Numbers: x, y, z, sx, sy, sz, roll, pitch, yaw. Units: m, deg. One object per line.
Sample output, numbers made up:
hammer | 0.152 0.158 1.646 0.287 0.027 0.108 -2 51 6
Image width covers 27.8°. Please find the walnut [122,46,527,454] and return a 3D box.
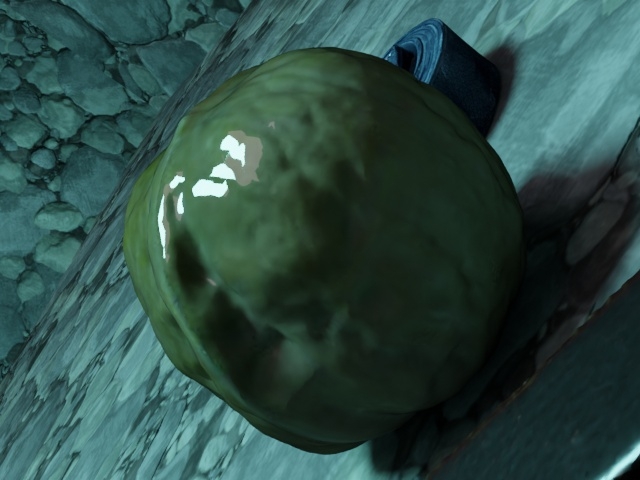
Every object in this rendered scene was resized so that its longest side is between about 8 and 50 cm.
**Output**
walnut | -0.001 0.002 0.789 0.248 0.248 0.248 -51 15 19

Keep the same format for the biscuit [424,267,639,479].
biscuit | 0.180 0.019 0.464 0.388 0.073 0.107 -48 17 24

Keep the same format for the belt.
belt | 0.075 -0.108 1.076 0.141 0.082 0.190 -40 21 32
